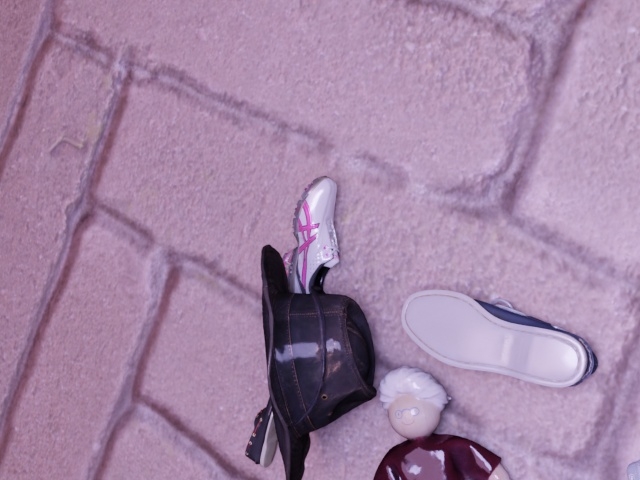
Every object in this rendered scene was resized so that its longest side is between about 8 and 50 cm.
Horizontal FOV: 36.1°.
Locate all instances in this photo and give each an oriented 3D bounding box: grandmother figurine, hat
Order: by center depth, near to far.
[{"bbox_3d":[0.151,0.329,1.267,0.207,0.104,0.342,-15,79,6],"label":"grandmother figurine"},{"bbox_3d":[0.006,0.159,1.305,0.134,0.331,0.331,-8,80,2],"label":"hat"}]

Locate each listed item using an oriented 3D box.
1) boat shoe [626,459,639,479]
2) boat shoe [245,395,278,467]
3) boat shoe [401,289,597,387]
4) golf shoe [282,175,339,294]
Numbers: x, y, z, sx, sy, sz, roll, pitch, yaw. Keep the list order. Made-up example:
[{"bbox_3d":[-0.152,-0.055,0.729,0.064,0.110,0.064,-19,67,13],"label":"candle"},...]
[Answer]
[{"bbox_3d":[0.404,0.357,1.118,0.081,0.079,0.228,-23,68,39],"label":"boat shoe"},{"bbox_3d":[-0.079,0.268,1.455,0.042,0.049,0.133,21,102,25],"label":"boat shoe"},{"bbox_3d":[0.225,0.122,1.249,0.254,0.079,0.095,10,89,31],"label":"boat shoe"},{"bbox_3d":[0.000,0.000,1.420,0.086,0.067,0.186,23,108,27],"label":"golf shoe"}]
